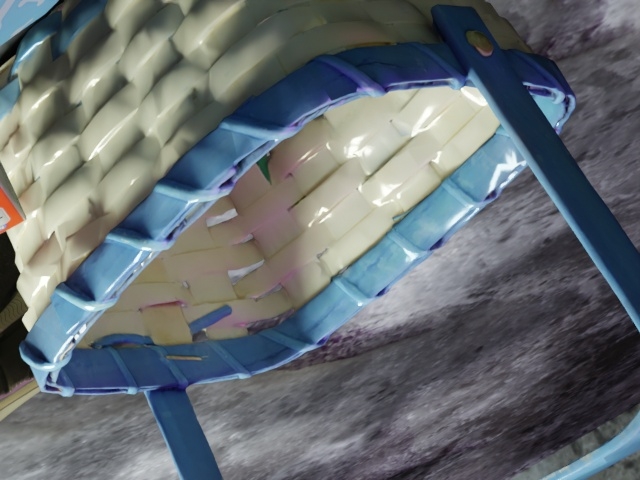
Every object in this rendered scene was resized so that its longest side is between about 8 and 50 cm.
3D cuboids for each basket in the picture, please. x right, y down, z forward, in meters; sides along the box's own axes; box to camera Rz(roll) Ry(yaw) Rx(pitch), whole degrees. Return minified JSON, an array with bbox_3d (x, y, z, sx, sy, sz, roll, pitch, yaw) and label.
[{"bbox_3d":[0.000,0.000,0.775,0.201,0.289,0.255,1,148,-47],"label":"basket"}]

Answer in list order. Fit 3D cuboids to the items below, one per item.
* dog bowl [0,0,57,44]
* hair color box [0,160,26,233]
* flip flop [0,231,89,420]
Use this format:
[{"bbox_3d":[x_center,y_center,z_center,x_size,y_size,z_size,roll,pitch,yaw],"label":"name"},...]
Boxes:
[{"bbox_3d":[-0.107,-0.148,0.468,0.074,0.166,0.297,-29,165,-39],"label":"dog bowl"},{"bbox_3d":[-0.166,-0.061,0.691,0.053,0.093,0.167,-27,161,-5],"label":"hair color box"},{"bbox_3d":[-0.222,0.076,0.957,0.277,0.112,0.080,-31,167,-12],"label":"flip flop"}]
